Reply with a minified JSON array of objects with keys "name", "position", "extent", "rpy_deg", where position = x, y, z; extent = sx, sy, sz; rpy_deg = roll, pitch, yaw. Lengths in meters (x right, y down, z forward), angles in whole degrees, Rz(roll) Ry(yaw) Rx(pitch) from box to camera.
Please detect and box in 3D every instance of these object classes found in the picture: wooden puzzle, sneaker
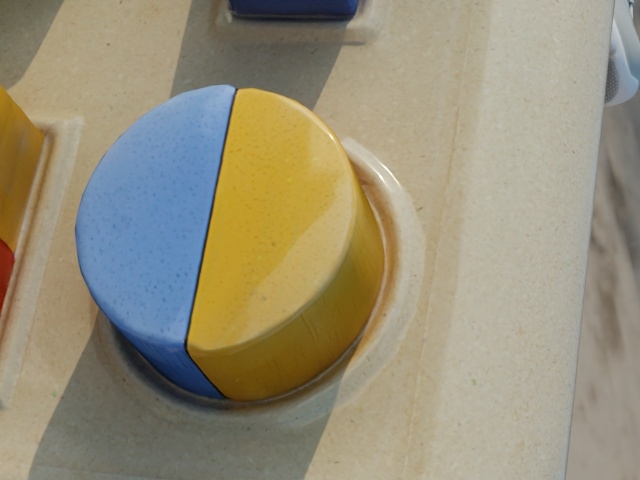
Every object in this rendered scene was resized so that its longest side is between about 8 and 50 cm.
[{"name":"wooden puzzle","position":[-0.076,-0.067,0.525],"extent":[0.080,0.347,0.322],"rpy_deg":[70,28,-64]},{"name":"sneaker","position":[0.243,-0.242,1.286],"extent":[0.105,0.115,0.281],"rpy_deg":[114,-30,-57]}]
